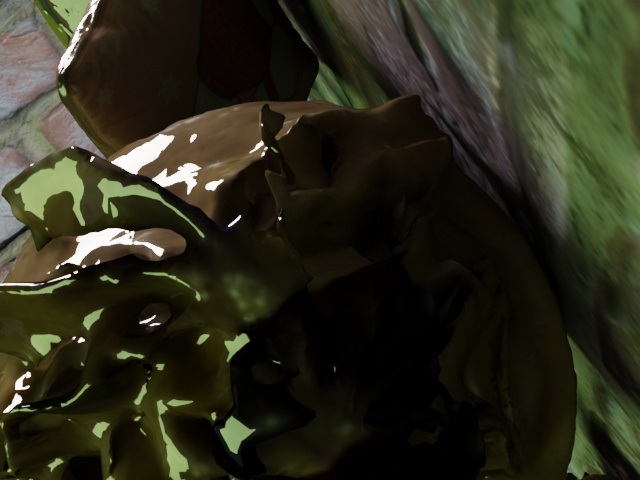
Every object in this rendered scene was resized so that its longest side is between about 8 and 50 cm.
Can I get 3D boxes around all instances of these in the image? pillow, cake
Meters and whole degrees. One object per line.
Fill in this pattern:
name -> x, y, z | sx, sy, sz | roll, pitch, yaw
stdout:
pillow -> -0.082, -0.114, 0.907 | 0.084, 0.223, 0.236 | 2, 148, 26
cake -> -0.026, 0.082, 0.689 | 0.332, 0.332, 0.321 | 53, -177, 5

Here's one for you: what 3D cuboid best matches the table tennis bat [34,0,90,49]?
table tennis bat -> -0.120, -0.149, 1.068 | 0.224, 0.054, 0.368 | -12, 116, 44

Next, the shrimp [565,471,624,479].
shrimp -> 0.203, 0.219, 1.131 | 0.154, 0.062, 0.294 | 13, 172, 17
